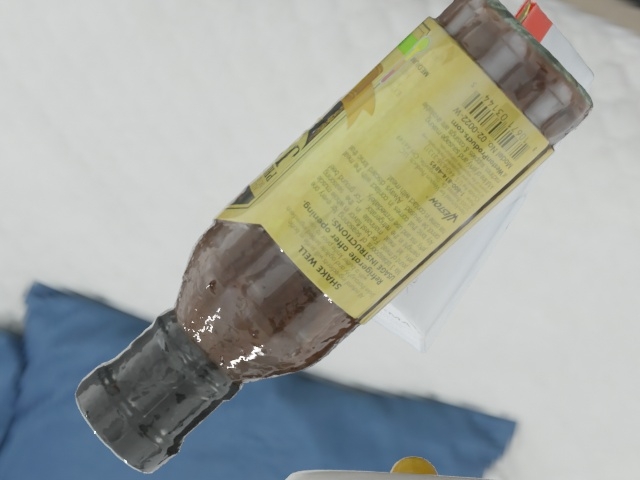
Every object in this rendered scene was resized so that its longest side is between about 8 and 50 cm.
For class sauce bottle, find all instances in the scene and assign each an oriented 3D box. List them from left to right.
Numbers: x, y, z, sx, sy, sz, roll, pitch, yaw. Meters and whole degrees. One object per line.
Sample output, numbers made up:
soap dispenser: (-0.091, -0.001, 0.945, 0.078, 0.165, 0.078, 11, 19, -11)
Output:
sauce bottle: (0.000, 0.000, 1.048, 0.344, 0.111, 0.111, -42, 123, 6)

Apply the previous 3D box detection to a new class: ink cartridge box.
ink cartridge box: (0.148, -0.062, 1.661, 0.091, 0.308, 0.385, 34, 174, 7)

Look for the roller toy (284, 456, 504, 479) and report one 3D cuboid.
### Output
roller toy: (0.060, 0.223, 1.238, 0.209, 0.146, 0.191, 10, 169, -38)
